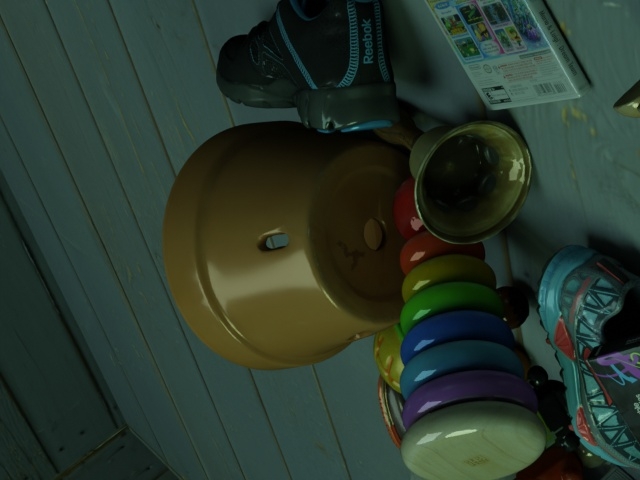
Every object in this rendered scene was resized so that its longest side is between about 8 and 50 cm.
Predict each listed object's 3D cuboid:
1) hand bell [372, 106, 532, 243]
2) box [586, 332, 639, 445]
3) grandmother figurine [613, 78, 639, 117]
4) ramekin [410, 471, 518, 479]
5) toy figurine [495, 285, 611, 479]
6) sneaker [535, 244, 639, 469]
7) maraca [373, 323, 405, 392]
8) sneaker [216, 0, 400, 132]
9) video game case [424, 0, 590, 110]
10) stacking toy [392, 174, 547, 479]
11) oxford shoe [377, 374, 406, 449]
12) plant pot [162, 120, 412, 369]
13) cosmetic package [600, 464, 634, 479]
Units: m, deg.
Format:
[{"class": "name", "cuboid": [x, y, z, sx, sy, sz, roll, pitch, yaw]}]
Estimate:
[{"class": "hand bell", "cuboid": [0.103, -0.097, 1.498, 0.126, 0.126, 0.242, 65, 170, -30]}, {"class": "box", "cuboid": [0.336, 0.127, 1.315, 0.162, 0.029, 0.116, -22, 107, 37]}, {"class": "grandmother figurine", "cuboid": [0.360, 0.015, 1.097, 0.342, 0.104, 0.208, 53, -172, -9]}, {"class": "ramekin", "cuboid": [0.199, 0.326, 1.764, 0.273, 0.127, 0.272, -9, -90, -76]}, {"class": "toy figurine", "cuboid": [0.221, 0.168, 1.596, 0.209, 0.148, 0.213, 46, 164, 36]}, {"class": "sneaker", "cuboid": [0.297, 0.130, 1.410, 0.125, 0.104, 0.261, 16, 140, 55]}, {"class": "maraca", "cuboid": [0.117, 0.136, 1.840, 0.185, 0.099, 0.127, -100, -14, -78]}, {"class": "sneaker", "cuboid": [-0.012, -0.205, 1.563, 0.341, 0.125, 0.139, 22, 117, 60]}, {"class": "video game case", "cuboid": [0.160, -0.185, 1.306, 0.143, 0.019, 0.157, 58, 161, -13]}, {"class": "stacking toy", "cuboid": [0.135, 0.072, 1.483, 0.141, 0.141, 0.330, 87, 179, -57]}, {"class": "oxford shoe", "cuboid": [0.175, 0.269, 1.969, 0.098, 0.097, 0.271, -14, 118, 47]}, {"class": "plant pot", "cuboid": [0.000, 0.000, 1.633, 0.203, 0.291, 0.290, -6, 120, 50]}, {"class": "cosmetic package", "cuboid": [0.333, 0.370, 1.743, 0.060, 0.099, 0.239, 42, 158, 30]}]
